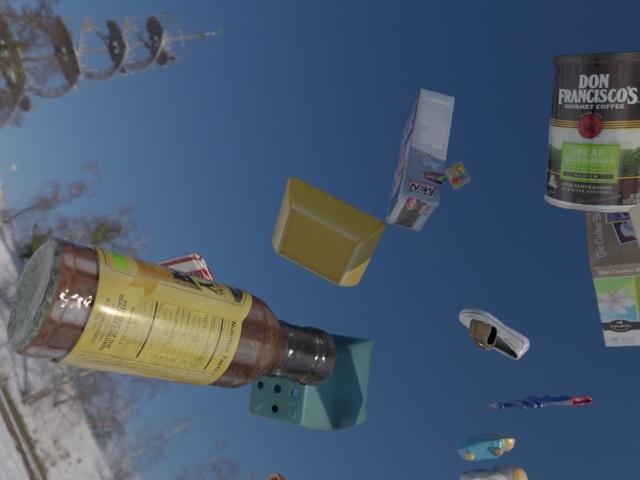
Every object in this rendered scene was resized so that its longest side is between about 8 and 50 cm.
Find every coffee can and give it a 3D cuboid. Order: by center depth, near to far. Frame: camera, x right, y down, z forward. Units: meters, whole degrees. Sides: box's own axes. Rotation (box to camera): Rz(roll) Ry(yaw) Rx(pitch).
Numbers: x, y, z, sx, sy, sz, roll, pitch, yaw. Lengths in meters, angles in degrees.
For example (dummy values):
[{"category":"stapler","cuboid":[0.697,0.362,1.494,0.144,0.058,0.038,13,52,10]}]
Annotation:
[{"category":"coffee can","cuboid":[0.532,-0.208,1.071,0.202,0.202,0.275,16,-65,49]}]

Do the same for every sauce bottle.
[{"category":"sauce bottle","cuboid":[-0.127,0.094,0.595,0.111,0.344,0.111,-21,-122,39]}]

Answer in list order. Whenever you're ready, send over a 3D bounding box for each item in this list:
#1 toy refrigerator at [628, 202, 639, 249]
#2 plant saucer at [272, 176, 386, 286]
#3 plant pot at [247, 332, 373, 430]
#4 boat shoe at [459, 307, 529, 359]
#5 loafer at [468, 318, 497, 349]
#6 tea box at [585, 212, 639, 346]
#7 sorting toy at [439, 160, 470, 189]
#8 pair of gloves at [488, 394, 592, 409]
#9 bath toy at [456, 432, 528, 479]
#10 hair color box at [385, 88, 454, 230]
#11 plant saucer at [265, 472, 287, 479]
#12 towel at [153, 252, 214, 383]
[{"category":"toy refrigerator","cuboid":[0.465,0.061,0.675,0.094,0.102,0.269,-42,-150,44]},{"category":"plant saucer","cuboid":[0.000,0.000,1.808,0.333,0.081,0.332,28,-41,6]},{"category":"plant pot","cuboid":[-0.024,0.260,1.057,0.166,0.234,0.165,5,-94,24]},{"category":"boat shoe","cuboid":[0.514,0.280,1.736,0.226,0.076,0.083,24,-47,31]},{"category":"loafer","cuboid":[0.375,0.219,1.297,0.050,0.148,0.056,11,-103,34]},{"category":"tea box","cuboid":[0.754,0.023,1.345,0.220,0.329,0.323,-8,-44,28]},{"category":"sorting toy","cuboid":[0.358,-0.168,1.534,0.062,0.083,0.012,62,-13,-7]},{"category":"pair of gloves","cuboid":[0.447,0.335,1.195,0.159,0.198,0.023,128,-40,-70]},{"category":"bath toy","cuboid":[0.365,0.593,1.202,0.129,0.152,0.348,87,1,-79]},{"category":"hair color box","cuboid":[0.295,-0.238,1.704,0.185,0.114,0.374,108,-4,-65]},{"category":"plant saucer","cuboid":[-0.080,0.484,0.928,0.200,0.037,0.199,-163,-90,-76]},{"category":"towel","cuboid":[-0.317,0.191,1.352,0.237,0.037,0.328,-14,-68,21]}]
